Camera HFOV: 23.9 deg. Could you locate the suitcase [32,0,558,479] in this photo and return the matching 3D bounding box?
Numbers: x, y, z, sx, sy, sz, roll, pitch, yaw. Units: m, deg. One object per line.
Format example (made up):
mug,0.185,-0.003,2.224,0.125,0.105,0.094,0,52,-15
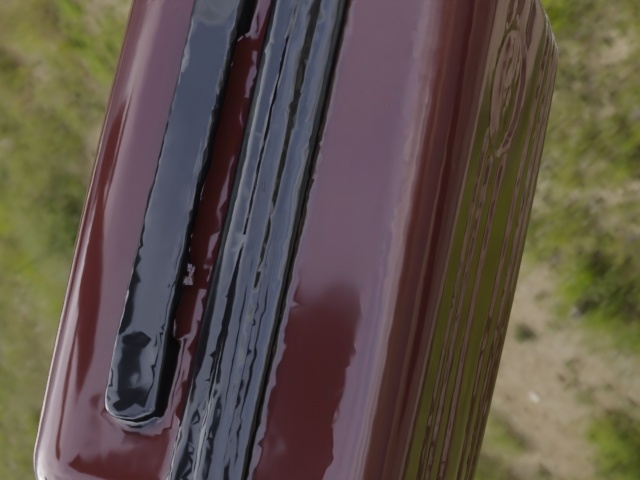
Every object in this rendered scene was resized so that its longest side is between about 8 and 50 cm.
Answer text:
suitcase,0.000,0.000,0.683,0.161,0.297,0.236,12,175,17
